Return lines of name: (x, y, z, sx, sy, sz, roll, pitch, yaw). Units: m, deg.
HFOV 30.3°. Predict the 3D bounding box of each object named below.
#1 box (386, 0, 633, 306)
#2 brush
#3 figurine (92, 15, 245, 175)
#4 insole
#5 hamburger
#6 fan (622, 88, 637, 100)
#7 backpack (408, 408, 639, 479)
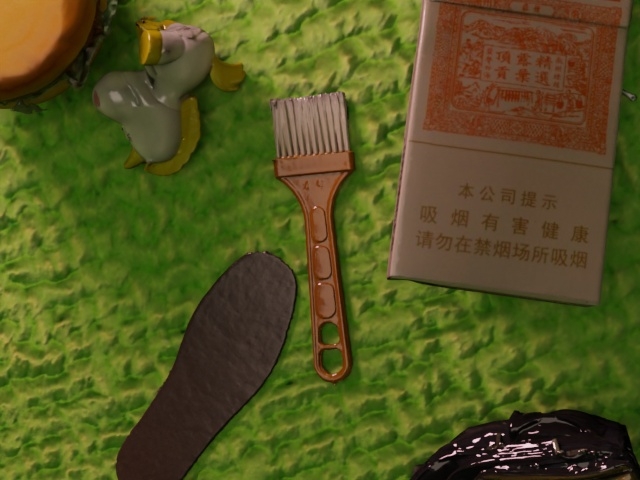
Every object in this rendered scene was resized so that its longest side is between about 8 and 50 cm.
box: (0.187, -0.129, 1.143, 0.205, 0.051, 0.365, 8, 85, -1)
brush: (0.000, 0.000, 1.269, 0.090, 0.017, 0.314, -5, 92, 15)
figurine: (-0.174, -0.153, 1.274, 0.130, 0.109, 0.178, 34, 104, -11)
insole: (-0.127, 0.157, 1.313, 0.111, 0.007, 0.328, 36, 101, 12)
hamburger: (-0.333, -0.251, 1.267, 0.246, 0.170, 0.246, 0, 88, 3)
fan: (0.284, -0.165, 1.191, 0.083, 0.004, 0.056, 33, 99, 11)
backpack: (0.204, 0.267, 1.174, 0.258, 0.133, 0.206, -10, 98, 21)
